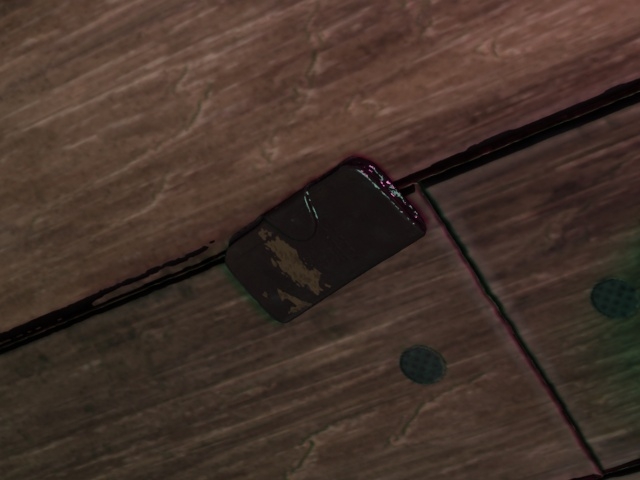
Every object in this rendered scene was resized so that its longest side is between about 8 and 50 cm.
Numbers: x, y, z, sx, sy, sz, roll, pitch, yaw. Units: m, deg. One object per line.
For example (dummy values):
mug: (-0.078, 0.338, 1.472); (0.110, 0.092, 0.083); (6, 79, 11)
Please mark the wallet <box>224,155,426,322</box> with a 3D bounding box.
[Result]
wallet: (0.000, 0.000, 1.407); (0.157, 0.018, 0.082); (-32, 107, 34)
